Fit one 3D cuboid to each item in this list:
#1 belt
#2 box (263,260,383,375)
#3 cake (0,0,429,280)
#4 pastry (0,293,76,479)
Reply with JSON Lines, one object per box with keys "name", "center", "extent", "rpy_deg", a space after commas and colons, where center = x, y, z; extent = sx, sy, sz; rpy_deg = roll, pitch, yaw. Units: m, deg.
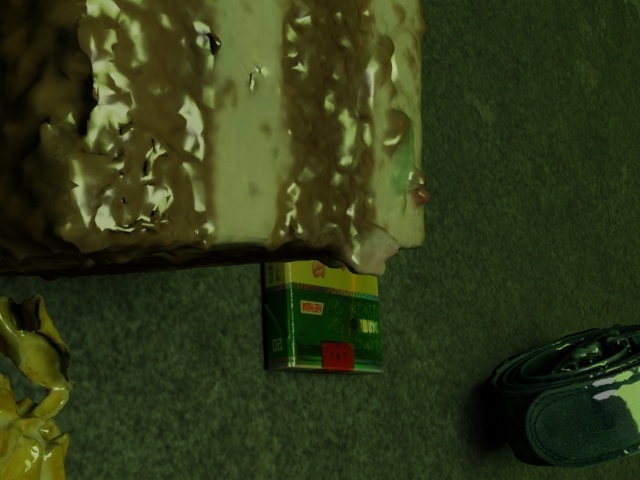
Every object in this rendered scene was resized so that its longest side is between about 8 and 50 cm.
{"name": "belt", "center": [0.296, 0.171, 1.031], "extent": [0.267, 0.206, 0.116], "rpy_deg": [-18, 94, -43]}
{"name": "box", "center": [0.000, 0.000, 0.844], "extent": [0.132, 0.034, 0.235], "rpy_deg": [12, 70, -51]}
{"name": "cake", "center": [-0.110, -0.098, 0.546], "extent": [0.290, 0.282, 0.256], "rpy_deg": [11, 77, -55]}
{"name": "pastry", "center": [-0.222, 0.091, 0.467], "extent": [0.250, 0.102, 0.154], "rpy_deg": [22, 71, -49]}
